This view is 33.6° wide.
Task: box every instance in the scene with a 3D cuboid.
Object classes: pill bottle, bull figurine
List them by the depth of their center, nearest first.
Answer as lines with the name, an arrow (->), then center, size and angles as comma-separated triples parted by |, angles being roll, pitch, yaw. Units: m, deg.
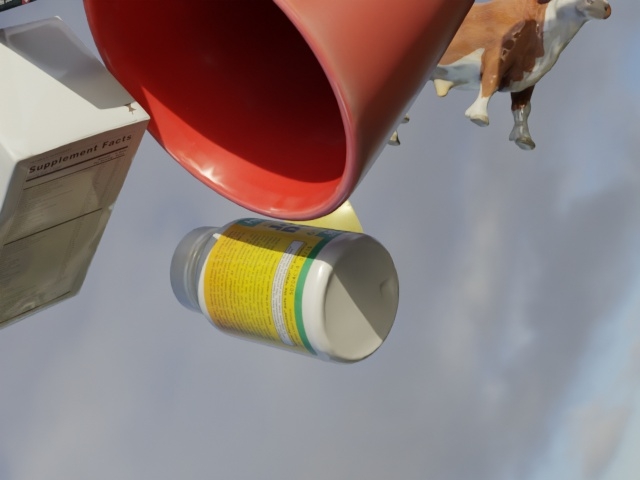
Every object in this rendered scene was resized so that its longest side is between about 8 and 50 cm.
pill bottle -> -0.040, 0.040, 0.982 | 0.118, 0.208, 0.117 | -9, -77, -46
bull figurine -> 0.182, -0.205, 1.196 | 0.101, 0.310, 0.188 | 33, -111, -43

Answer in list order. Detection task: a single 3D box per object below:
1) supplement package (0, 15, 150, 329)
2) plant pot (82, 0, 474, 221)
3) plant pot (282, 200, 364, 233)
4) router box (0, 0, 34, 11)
supplement package -> -0.268, -0.049, 0.911 | 0.139, 0.134, 0.244 | -27, -23, -44
plant pot -> -0.012, -0.194, 0.858 | 0.243, 0.275, 0.275 | -46, -29, -30
plant pot -> 0.000, 0.000, 1.347 | 0.095, 0.134, 0.134 | -24, -31, -5
router box -> -0.248, -0.220, 0.798 | 0.038, 0.122, 0.092 | -35, -67, -37
